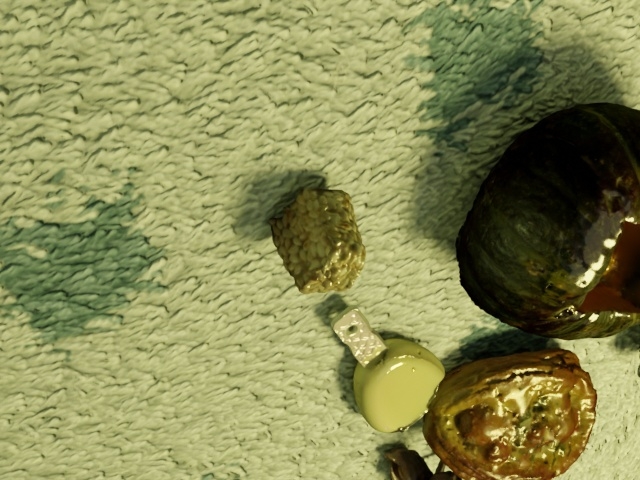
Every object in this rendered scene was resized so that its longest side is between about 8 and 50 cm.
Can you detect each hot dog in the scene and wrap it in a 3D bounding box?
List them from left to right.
[{"bbox_3d":[0.275,0.246,1.702,0.272,0.122,0.196,-1,100,-34],"label":"hot dog"}]

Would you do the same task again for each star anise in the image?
[{"bbox_3d":[0.219,0.326,1.766,0.227,0.148,0.218,-45,111,-35],"label":"star anise"}]

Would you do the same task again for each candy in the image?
[{"bbox_3d":[0.000,0.000,1.317,0.085,0.110,0.095,-1,141,-36],"label":"candy"}]

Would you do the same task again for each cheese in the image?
[{"bbox_3d":[0.080,0.157,1.544,0.127,0.050,0.255,-37,138,-2],"label":"cheese"}]

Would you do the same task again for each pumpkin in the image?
[{"bbox_3d":[0.325,-0.017,1.462,0.321,0.192,0.320,-19,133,-23],"label":"pumpkin"}]

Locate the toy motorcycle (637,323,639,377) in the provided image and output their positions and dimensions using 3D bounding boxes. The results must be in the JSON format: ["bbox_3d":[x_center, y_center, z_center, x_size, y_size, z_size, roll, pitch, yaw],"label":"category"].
[{"bbox_3d":[0.564,0.104,1.794,0.187,0.125,0.274,-18,139,-29],"label":"toy motorcycle"}]
